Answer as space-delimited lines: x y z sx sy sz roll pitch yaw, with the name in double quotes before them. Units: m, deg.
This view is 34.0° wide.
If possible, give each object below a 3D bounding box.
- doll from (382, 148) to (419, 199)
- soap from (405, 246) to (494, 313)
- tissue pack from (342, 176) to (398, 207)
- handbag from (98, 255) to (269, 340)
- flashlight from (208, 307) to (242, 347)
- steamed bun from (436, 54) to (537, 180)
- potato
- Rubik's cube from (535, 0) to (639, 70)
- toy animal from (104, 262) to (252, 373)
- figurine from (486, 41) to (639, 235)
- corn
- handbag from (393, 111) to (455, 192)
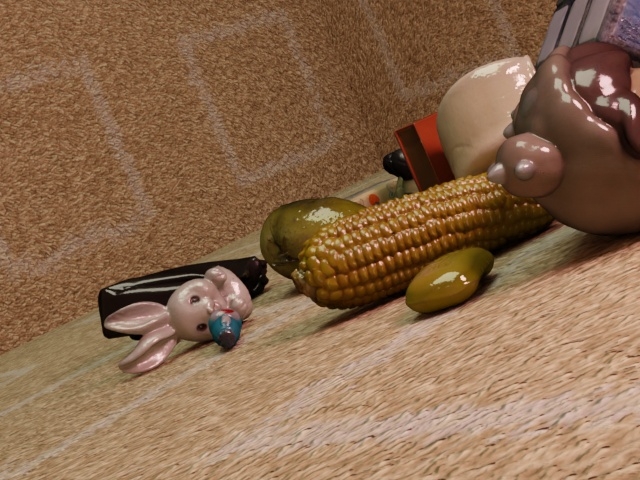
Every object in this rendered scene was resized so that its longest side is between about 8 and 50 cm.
"doll" 0.188 -0.098 1.981 0.135 0.143 0.234 0 0 -10
"soap" 0.144 0.042 1.166 0.089 0.045 0.140 -25 4 25
"tissue pack" 0.096 -0.057 2.130 0.196 0.092 0.148 -27 6 -29
"handbag" -0.240 0.099 1.904 0.257 0.113 0.285 -15 0 17
"flashlight" -0.135 0.130 1.504 0.051 0.051 0.129 -23 11 -4
"steamed bun" 0.258 -0.132 1.462 0.164 0.146 0.242 -24 -29 13
"potato" 0.000 0.000 1.732 0.169 0.143 0.248 -22 12 -40
"Rubik's cube" 0.486 -0.315 1.327 0.305 0.301 0.304 20 2 -3
"toy animal" -0.211 0.118 1.602 0.221 0.103 0.131 -28 8 -39
"figurine" 0.372 -0.118 1.100 0.381 0.203 0.248 -7 26 20
"corn" 0.135 -0.010 1.336 0.363 0.120 0.120 -22 5 -8
"handbag" 0.199 -0.101 1.576 0.127 0.190 0.063 -29 6 -42
